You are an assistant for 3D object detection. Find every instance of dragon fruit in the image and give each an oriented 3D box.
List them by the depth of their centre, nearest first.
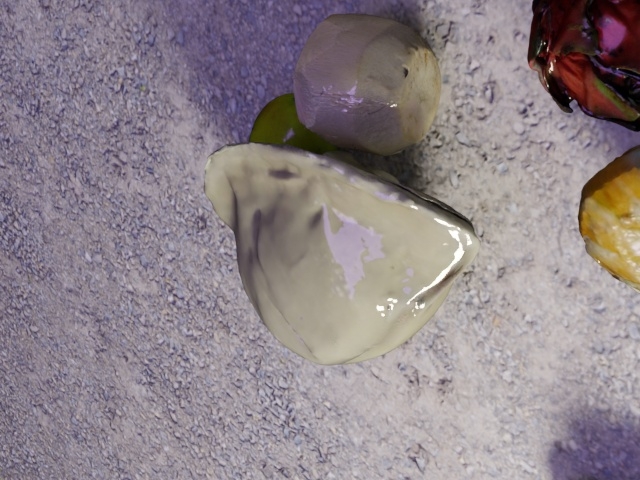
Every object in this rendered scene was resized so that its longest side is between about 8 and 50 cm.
[{"bbox_3d":[0.280,-0.184,0.934,0.188,0.182,0.182,24,125,21],"label":"dragon fruit"}]

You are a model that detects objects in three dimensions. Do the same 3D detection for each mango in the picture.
[{"bbox_3d":[-0.044,-0.118,1.325,0.163,0.089,0.117,-39,81,47],"label":"mango"}]

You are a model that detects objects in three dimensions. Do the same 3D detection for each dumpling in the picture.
[{"bbox_3d":[0.000,0.000,1.192,0.315,0.233,0.395,35,159,-16],"label":"dumpling"}]

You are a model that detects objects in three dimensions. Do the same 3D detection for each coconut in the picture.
[{"bbox_3d":[0.043,-0.177,1.165,0.162,0.161,0.161,13,118,29],"label":"coconut"}]

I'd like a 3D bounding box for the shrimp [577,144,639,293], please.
[{"bbox_3d":[0.444,0.028,0.895,0.444,0.085,0.272,11,146,22],"label":"shrimp"}]
